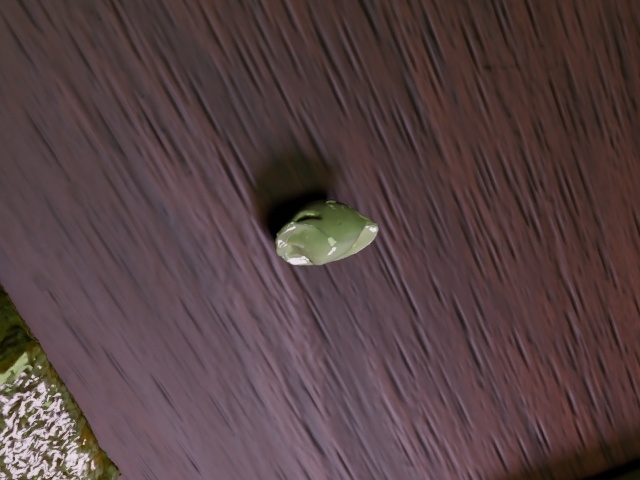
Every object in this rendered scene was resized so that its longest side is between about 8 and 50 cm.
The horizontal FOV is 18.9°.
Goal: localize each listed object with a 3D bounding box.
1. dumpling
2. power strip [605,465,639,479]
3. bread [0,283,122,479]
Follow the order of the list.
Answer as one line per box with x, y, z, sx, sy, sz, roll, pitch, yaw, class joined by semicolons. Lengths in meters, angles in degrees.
-0.001;-0.001;1.383;0.077;0.043;0.059;-24;154;-45;dumpling
0.288;0.264;1.821;0.388;0.066;0.092;-17;133;-33;power strip
-0.266;0.146;1.231;0.234;0.110;0.184;-35;141;-10;bread
